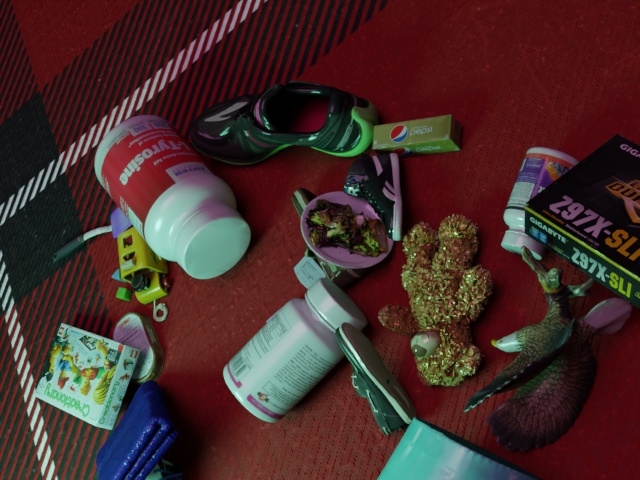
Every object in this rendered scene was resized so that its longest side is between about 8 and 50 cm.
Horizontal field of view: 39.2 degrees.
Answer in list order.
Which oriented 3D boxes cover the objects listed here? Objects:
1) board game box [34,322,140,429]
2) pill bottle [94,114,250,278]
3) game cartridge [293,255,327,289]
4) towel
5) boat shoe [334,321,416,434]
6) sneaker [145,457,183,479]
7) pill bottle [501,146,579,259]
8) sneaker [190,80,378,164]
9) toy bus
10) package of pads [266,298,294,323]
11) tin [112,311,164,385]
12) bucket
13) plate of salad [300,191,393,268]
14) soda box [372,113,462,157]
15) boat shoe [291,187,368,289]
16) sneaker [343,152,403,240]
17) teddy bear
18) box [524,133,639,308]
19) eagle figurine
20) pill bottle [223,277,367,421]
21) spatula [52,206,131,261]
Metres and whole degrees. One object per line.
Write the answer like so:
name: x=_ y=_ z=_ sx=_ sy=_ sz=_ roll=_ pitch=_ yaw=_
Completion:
board game box: x=-0.560 y=0.318 z=2.144 sx=0.305 sy=0.053 sz=0.193 roll=8 pitch=76 yaw=46
pill bottle: x=-0.341 y=-0.100 z=2.093 sx=0.229 sy=0.229 sz=0.408 roll=-49 pitch=55 yaw=7
game cartridge: x=-0.021 y=0.074 z=1.958 sx=0.056 sy=0.017 sz=0.083 roll=-45 pitch=55 yaw=6
towel: x=-0.392 y=0.437 z=1.918 sx=0.228 sy=0.076 sz=0.308 roll=-58 pitch=15 yaw=-3
boat shoe: x=0.090 y=0.266 z=1.726 sx=0.079 sy=0.084 sz=0.233 roll=-33 pitch=90 yaw=25
sneaker: x=-0.330 y=0.559 z=1.898 sx=0.315 sy=0.127 sz=0.182 roll=10 pitch=80 yaw=36
pill bottle: x=0.408 y=-0.068 z=1.684 sx=0.108 sy=0.108 sz=0.194 roll=16 pitch=82 yaw=35
sneaker: x=-0.106 y=-0.286 z=2.032 sx=0.482 sy=0.202 sz=0.185 roll=-3 pitch=70 yaw=31
toy bus: x=-0.432 y=0.066 z=2.163 sx=0.202 sy=0.104 sz=0.191 roll=25 pitch=86 yaw=36
package of pads: x=-0.073 y=0.170 z=1.943 sx=0.083 sy=0.032 sz=0.050 roll=-41 pitch=54 yaw=13
tin: x=-0.435 y=0.254 z=2.137 sx=0.106 sy=0.040 sz=0.190 roll=-36 pitch=57 yaw=11
bucket: x=0.228 y=0.432 z=1.515 sx=0.281 sy=0.281 sz=0.183 roll=23 pitch=84 yaw=36
plate of salad: x=0.059 y=-0.029 z=1.861 sx=0.199 sy=0.048 sz=0.200 roll=7 pitch=54 yaw=-9
soda box: x=0.204 y=-0.217 z=1.898 sx=0.181 sy=0.061 sz=0.058 roll=-5 pitch=69 yaw=30
boat shoe: x=-0.005 y=-0.002 z=1.930 sx=0.095 sy=0.095 sz=0.257 roll=-45 pitch=55 yaw=17
sneaker: x=0.108 y=-0.086 z=1.869 sx=0.121 sy=0.079 sz=0.217 roll=-3 pitch=53 yaw=4
teddy bear: x=0.223 y=0.108 z=1.734 sx=0.245 sy=0.113 sz=0.338 roll=8 pitch=76 yaw=36
box: x=0.550 y=-0.026 z=1.529 sx=0.257 sy=0.079 sz=0.322 roll=-36 pitch=51 yaw=-19
eagle figurine: x=0.378 y=0.201 z=1.546 sx=0.226 sy=0.225 sz=0.298 roll=23 pitch=64 yaw=-6
pill bottle: x=-0.048 y=0.220 z=1.829 sx=0.283 sy=0.160 sz=0.160 roll=-46 pitch=55 yaw=10
spatula: x=-0.594 y=-0.015 z=2.341 sx=0.296 sy=0.030 sz=0.084 roll=-26 pitch=59 yaw=22
